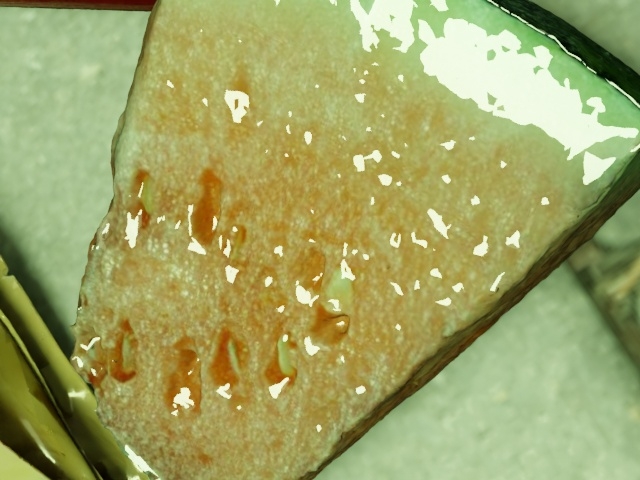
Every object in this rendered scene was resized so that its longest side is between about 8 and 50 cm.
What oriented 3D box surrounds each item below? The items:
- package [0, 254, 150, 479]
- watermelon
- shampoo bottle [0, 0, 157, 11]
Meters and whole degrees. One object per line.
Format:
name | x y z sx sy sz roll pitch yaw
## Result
package | -0.256 0.130 0.640 0.311 0.221 0.165 -38 32 13
watermelon | 0.000 0.000 0.570 0.193 0.140 0.257 35 105 16
shampoo bottle | -0.114 -0.159 0.652 0.260 0.064 0.102 5 79 20
